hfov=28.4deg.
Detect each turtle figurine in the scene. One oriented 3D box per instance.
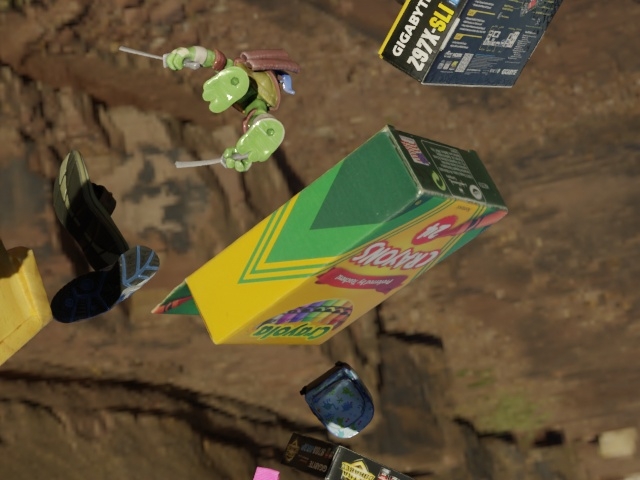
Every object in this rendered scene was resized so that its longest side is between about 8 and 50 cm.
[{"bbox_3d":[-0.157,-0.188,1.878,0.275,0.197,0.266,-3,-166,-8],"label":"turtle figurine"}]

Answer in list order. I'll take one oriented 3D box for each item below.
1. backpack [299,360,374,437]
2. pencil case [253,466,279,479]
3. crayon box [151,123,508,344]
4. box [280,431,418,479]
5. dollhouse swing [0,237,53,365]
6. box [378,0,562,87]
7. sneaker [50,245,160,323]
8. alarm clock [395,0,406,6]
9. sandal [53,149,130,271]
[{"bbox_3d":[0.038,0.288,2.228,0.105,0.114,0.084,-36,-168,5],"label":"backpack"},{"bbox_3d":[-0.093,0.323,1.156,0.104,0.104,0.236,-23,-158,38],"label":"pencil case"},{"bbox_3d":[0.011,0.019,1.273,0.318,0.081,0.202,-36,159,24],"label":"crayon box"},{"bbox_3d":[0.076,0.326,1.693,0.220,0.051,0.175,27,169,-19],"label":"box"},{"bbox_3d":[-0.567,0.083,1.591,0.315,0.305,0.347,-20,-162,36],"label":"dollhouse swing"},{"bbox_3d":[0.228,-0.325,1.632,0.322,0.079,0.257,-12,133,-60],"label":"box"},{"bbox_3d":[-0.369,0.088,2.163,0.211,0.080,0.081,-28,168,-32],"label":"sneaker"},{"bbox_3d":[0.170,-0.373,1.712,0.192,0.064,0.129,-30,162,36],"label":"alarm clock"},{"bbox_3d":[-0.451,-0.048,2.543,0.086,0.302,0.120,-4,145,-47],"label":"sandal"}]
